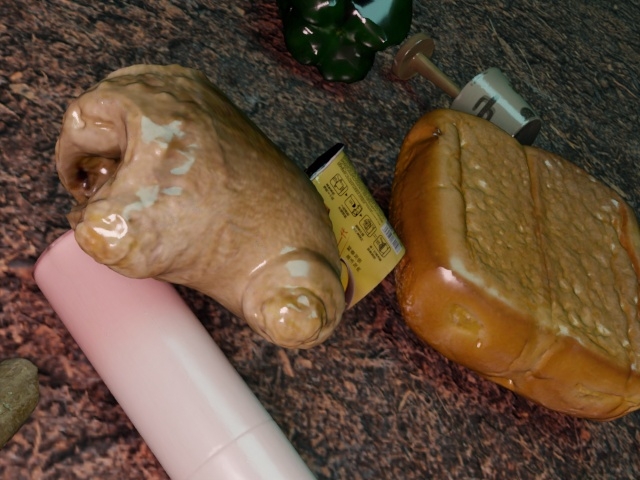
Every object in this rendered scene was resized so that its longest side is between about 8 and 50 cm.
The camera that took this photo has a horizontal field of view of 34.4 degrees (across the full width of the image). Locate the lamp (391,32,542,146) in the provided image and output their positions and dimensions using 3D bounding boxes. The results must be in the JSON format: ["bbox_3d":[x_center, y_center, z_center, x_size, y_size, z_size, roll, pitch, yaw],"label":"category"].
[{"bbox_3d":[0.193,-0.194,1.404,0.215,0.121,0.121,44,33,22],"label":"lamp"}]

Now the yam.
[{"bbox_3d":[-0.226,0.120,0.703,0.043,0.043,0.094,40,34,-3],"label":"yam"}]

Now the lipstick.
[{"bbox_3d":[-0.094,0.130,0.781,0.327,0.087,0.087,51,35,15],"label":"lipstick"}]

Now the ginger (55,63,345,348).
[{"bbox_3d":[-0.077,-0.012,0.778,0.276,0.130,0.221,0,57,-59],"label":"ginger"}]

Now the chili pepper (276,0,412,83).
[{"bbox_3d":[0.030,-0.327,1.351,0.174,0.165,0.261,11,44,-10],"label":"chili pepper"}]

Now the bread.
[{"bbox_3d":[0.210,0.027,1.151,0.328,0.148,0.337,23,40,-19],"label":"bread"}]

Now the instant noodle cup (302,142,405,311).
[{"bbox_3d":[0.000,0.000,0.978,0.122,0.151,0.151,49,34,-4],"label":"instant noodle cup"}]
